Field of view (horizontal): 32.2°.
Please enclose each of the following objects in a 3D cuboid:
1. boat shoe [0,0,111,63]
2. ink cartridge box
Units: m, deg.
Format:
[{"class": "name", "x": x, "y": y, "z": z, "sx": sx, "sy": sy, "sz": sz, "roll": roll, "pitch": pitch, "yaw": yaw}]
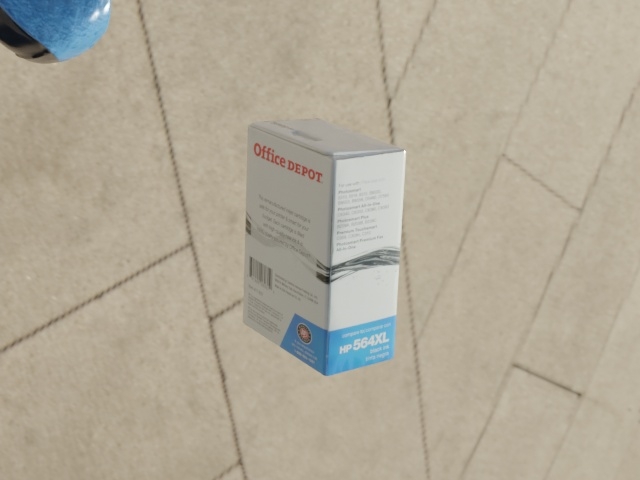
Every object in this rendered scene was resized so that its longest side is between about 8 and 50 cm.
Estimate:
[{"class": "boat shoe", "x": -0.206, "y": -0.205, "z": 0.572, "sx": 0.109, "sy": 0.089, "sz": 0.258, "roll": -26, "pitch": 99, "yaw": -29}, {"class": "ink cartridge box", "x": 0.000, "y": 0.000, "z": 1.021, "sx": 0.086, "sy": 0.148, "sz": 0.203, "roll": -9, "pitch": 112, "yaw": -33}]
